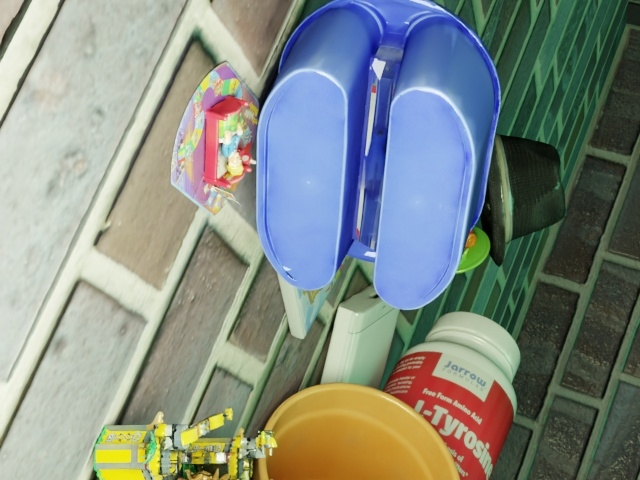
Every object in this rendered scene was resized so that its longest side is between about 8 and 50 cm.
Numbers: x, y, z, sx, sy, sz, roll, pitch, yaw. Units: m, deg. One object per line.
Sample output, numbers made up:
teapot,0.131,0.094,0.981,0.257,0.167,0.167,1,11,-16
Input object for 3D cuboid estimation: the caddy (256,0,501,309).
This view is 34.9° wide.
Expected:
caddy,0.060,-0.093,1.089,0.179,0.241,0.341,-66,164,-51

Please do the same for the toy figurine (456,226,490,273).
toy figurine,0.216,-0.026,1.845,0.173,0.130,0.159,-37,133,-19

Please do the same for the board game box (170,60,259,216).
board game box,-0.089,-0.095,1.013,0.133,0.033,0.169,-68,161,-9

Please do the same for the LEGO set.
LEGO set,-0.085,0.299,1.047,0.331,0.192,0.255,55,34,-63

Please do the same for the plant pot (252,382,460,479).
plant pot,0.028,0.377,1.442,0.291,0.291,0.203,-51,169,-46

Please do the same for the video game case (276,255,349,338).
video game case,0.000,0.000,1.356,0.193,0.023,0.212,-60,158,-30

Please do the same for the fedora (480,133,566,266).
fedora,0.386,-0.106,1.962,0.334,0.152,0.334,-7,90,-85

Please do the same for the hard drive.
hard drive,0.049,0.252,1.687,0.233,0.047,0.353,-24,130,-65

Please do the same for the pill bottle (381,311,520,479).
pill bottle,0.199,0.324,1.744,0.229,0.229,0.408,88,27,-46
